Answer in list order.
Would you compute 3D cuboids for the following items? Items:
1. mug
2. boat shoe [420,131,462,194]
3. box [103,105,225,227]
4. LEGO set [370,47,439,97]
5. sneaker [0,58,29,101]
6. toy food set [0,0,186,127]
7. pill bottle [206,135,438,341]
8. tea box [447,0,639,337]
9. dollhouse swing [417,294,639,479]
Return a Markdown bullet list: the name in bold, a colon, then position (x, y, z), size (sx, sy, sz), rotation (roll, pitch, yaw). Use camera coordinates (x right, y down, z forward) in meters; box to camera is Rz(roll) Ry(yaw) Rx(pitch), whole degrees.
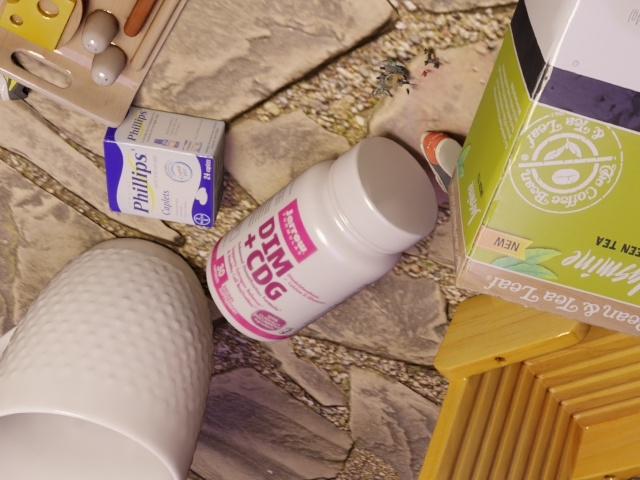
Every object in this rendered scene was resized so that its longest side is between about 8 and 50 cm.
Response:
- **mug**: position (-0.325, 0.177, 1.433), size (0.374, 0.328, 0.276), rotation (-11, 133, 23)
- **boat shoe**: position (0.162, -0.078, 1.268), size (0.043, 0.049, 0.137), rotation (31, 164, 49)
- **box**: position (-0.191, -0.091, 1.305), size (0.137, 0.072, 0.126), rotation (10, 137, 2)
- **LEGO set**: position (0.092, -0.189, 1.181), size (0.083, 0.023, 0.054), rotation (-16, 135, 9)
- **sneaker**: position (-0.367, -0.201, 1.257), size (0.035, 0.031, 0.083), rotation (-1, 143, -7)
- **toy food set**: position (-0.258, -0.265, 1.113), size (0.219, 0.092, 0.306), rotation (26, 135, -16)
- **pill bottle**: position (0.000, 0.000, 1.298), size (0.160, 0.160, 0.283), rotation (34, 133, -23)
- **tea box**: position (0.331, -0.093, 1.027), size (0.328, 0.220, 0.324), rotation (15, 121, -4)
- **dollhouse swing**: position (0.340, 0.269, 1.415), size (0.315, 0.305, 0.347), rotation (-22, 128, 31)
